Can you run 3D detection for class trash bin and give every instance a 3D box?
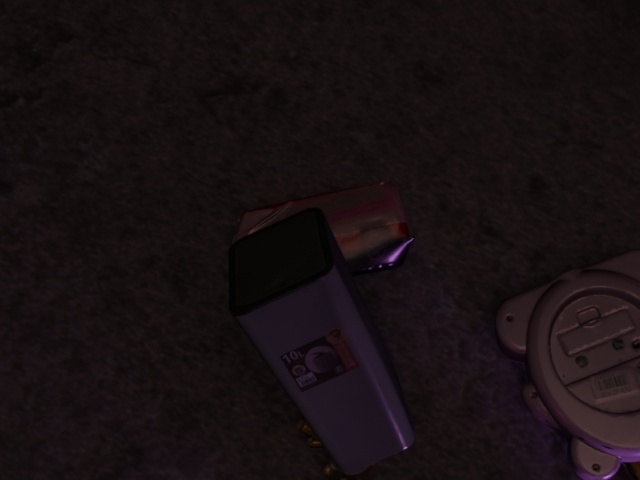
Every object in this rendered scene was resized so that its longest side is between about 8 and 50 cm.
[{"bbox_3d":[0.012,0.153,1.355,0.158,0.223,0.343,-26,116,7],"label":"trash bin"}]

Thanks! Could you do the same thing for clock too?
[{"bbox_3d":[0.460,0.198,1.431,0.296,0.113,0.322,-22,67,1],"label":"clock"}]

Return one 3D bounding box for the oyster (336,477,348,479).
[{"bbox_3d":[0.035,0.469,1.459,0.191,0.081,0.163,-7,87,3],"label":"oyster"}]

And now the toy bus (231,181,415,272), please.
[{"bbox_3d":[0.000,0.000,1.497,0.303,0.127,0.147,-10,78,1],"label":"toy bus"}]

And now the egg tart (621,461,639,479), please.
[{"bbox_3d":[0.620,0.323,1.442,0.279,0.095,0.278,-8,66,19],"label":"egg tart"}]

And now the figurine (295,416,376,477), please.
[{"bbox_3d":[0.031,0.330,1.486,0.101,0.068,0.143,-30,66,-10],"label":"figurine"}]
